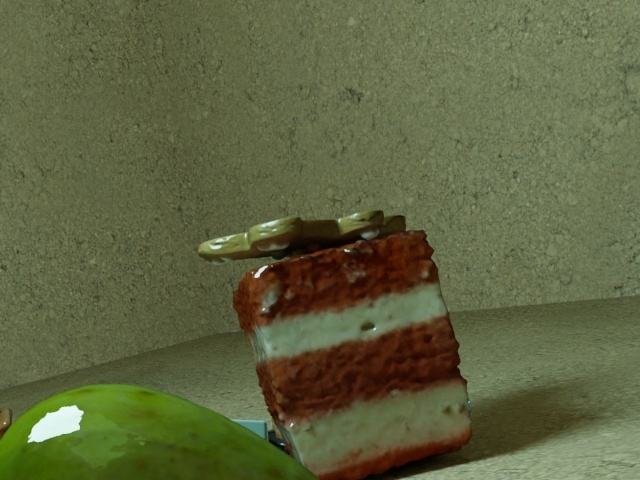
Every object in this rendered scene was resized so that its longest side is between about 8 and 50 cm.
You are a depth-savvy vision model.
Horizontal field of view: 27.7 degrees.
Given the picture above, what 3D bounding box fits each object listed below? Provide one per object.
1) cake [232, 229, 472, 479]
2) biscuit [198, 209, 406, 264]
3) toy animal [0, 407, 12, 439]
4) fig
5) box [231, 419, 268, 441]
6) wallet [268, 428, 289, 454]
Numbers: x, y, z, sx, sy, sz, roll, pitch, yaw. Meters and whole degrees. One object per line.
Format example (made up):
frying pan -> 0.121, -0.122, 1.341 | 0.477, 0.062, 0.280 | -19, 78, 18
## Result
cake -> 0.041, 0.170, 1.859 | 0.269, 0.319, 0.270 | -13, -4, -9
biscuit -> 0.000, 0.000, 1.936 | 0.216, 0.047, 0.340 | -15, -8, 42
toy animal -> -0.631, 0.368, 2.071 | 0.281, 0.169, 0.195 | -2, -46, -21
fig -> -0.132, 0.259, 1.113 | 0.326, 0.258, 0.258 | 7, 3, 6
box -> -0.216, 0.294, 1.802 | 0.269, 0.079, 0.135 | 6, -20, -27
wallet -> 0.055, 0.297, 2.170 | 0.321, 0.044, 0.170 | -11, 4, -22
